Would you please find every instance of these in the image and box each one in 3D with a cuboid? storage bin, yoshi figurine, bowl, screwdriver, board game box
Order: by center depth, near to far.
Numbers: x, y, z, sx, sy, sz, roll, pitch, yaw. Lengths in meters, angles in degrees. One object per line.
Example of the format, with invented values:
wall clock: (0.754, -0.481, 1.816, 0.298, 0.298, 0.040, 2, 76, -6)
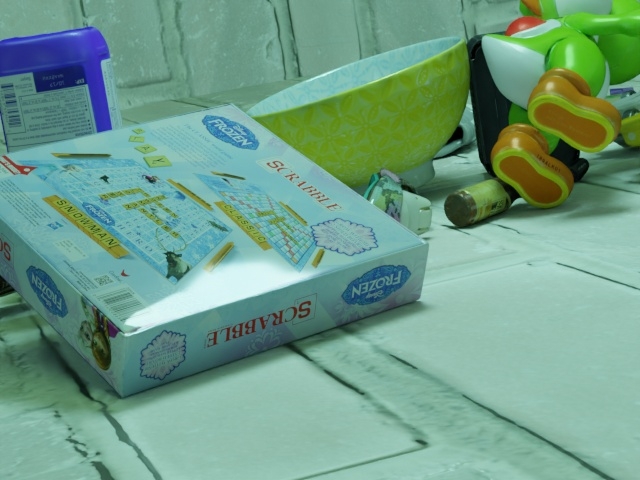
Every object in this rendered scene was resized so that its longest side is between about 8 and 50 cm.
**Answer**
board game box: (-0.124, -0.007, 1.452, 0.318, 0.065, 0.319, -16, 37, -34)
yoshi figurine: (0.314, -0.198, 1.863, 0.204, 0.203, 0.362, -4, 41, 20)
screwdriver: (0.284, -0.064, 1.891, 0.024, 0.025, 0.170, -2, 21, 28)
bowl: (0.065, -0.136, 2.010, 0.290, 0.156, 0.289, -19, 12, 4)
storage bin: (0.256, -0.177, 2.045, 0.122, 0.180, 0.084, -9, 12, 2)

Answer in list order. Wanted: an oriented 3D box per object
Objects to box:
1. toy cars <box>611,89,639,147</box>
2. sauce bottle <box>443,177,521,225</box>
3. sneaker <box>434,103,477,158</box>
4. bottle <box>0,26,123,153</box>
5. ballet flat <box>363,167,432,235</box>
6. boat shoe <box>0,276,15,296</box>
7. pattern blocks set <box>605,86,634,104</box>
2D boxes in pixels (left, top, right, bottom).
toy cars: (0.433, -0.145, 2.006, 0.177, 0.087, 0.393, -19, 6, 1)
sauce bottle: (0.191, -0.048, 1.795, 0.042, 0.042, 0.128, 2, 16, 45)
sneaker: (0.118, -0.158, 2.335, 0.229, 0.086, 0.132, -5, 14, 18)
bottle: (-0.251, -0.070, 1.619, 0.118, 0.282, 0.092, -7, 10, 17)
ballet flat: (0.084, -0.034, 1.759, 0.079, 0.076, 0.221, 11, 12, 3)
boat shoe: (-0.365, 0.032, 1.663, 0.257, 0.095, 0.095, -24, 15, -7)
pattern blocks set: (0.404, -0.193, 2.427, 0.285, 0.026, 0.325, -5, 11, 21)
